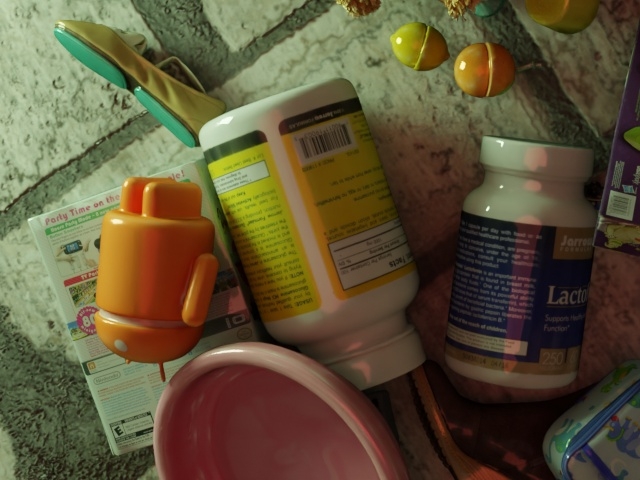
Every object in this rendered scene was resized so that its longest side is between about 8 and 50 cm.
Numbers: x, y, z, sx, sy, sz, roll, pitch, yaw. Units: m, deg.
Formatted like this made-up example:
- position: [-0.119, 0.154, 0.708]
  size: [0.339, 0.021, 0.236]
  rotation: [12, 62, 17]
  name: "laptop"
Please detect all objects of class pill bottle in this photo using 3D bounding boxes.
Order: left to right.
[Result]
- position: [0.000, 0.000, 1.520]
  size: [0.187, 0.188, 0.334]
  rotation: [-18, 93, 13]
  name: "pill bottle"
- position: [0.226, 0.021, 1.496]
  size: [0.153, 0.153, 0.265]
  rotation: [7, 98, 10]
  name: "pill bottle"

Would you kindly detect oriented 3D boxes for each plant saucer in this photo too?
- position: [-0.032, 0.257, 1.481]
  size: [0.332, 0.084, 0.332]
  rotation: [14, 117, 29]
  name: "plant saucer"

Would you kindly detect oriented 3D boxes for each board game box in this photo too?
- position: [-0.188, 0.077, 1.614]
  size: [0.224, 0.097, 0.303]
  rotation: [-18, 94, 12]
  name: "board game box"
- position: [0.405, -0.101, 1.372]
  size: [0.208, 0.347, 0.056]
  rotation: [11, 136, 13]
  name: "board game box"

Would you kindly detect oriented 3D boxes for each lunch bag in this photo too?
- position: [0.362, 0.259, 1.491]
  size: [0.176, 0.090, 0.219]
  rotation: [-39, 105, -5]
  name: "lunch bag"

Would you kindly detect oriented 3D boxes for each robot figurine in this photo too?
- position: [-0.184, 0.041, 1.495]
  size: [0.158, 0.128, 0.219]
  rotation: [8, 98, 9]
  name: "robot figurine"

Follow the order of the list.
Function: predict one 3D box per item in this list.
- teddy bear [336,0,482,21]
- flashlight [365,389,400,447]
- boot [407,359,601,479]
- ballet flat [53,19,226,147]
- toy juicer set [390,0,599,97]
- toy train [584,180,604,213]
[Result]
- position: [0.063, -0.360, 1.446]
  size: [0.338, 0.113, 0.245]
  rotation: [43, 115, 23]
  name: "teddy bear"
- position: [0.063, 0.336, 1.570]
  size: [0.103, 0.103, 0.304]
  rotation: [-12, 78, -6]
  name: "flashlight"
- position: [0.236, 0.211, 1.561]
  size: [0.206, 0.090, 0.248]
  rotation: [-29, 86, -6]
  name: "boot"
- position: [-0.211, -0.202, 1.608]
  size: [0.232, 0.080, 0.073]
  rotation: [39, 74, 2]
  name: "ballet flat"
- position: [0.143, -0.301, 1.519]
  size: [0.329, 0.089, 0.209]
  rotation: [49, 120, 19]
  name: "toy juicer set"
- position: [0.369, -0.040, 1.526]
  size: [0.158, 0.027, 0.036]
  rotation: [8, 109, 10]
  name: "toy train"
